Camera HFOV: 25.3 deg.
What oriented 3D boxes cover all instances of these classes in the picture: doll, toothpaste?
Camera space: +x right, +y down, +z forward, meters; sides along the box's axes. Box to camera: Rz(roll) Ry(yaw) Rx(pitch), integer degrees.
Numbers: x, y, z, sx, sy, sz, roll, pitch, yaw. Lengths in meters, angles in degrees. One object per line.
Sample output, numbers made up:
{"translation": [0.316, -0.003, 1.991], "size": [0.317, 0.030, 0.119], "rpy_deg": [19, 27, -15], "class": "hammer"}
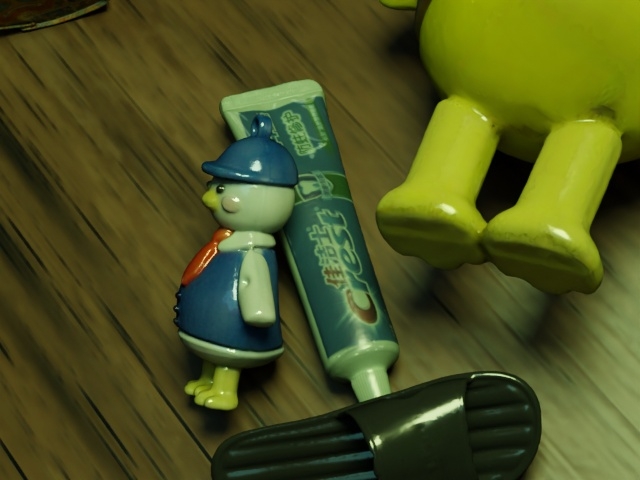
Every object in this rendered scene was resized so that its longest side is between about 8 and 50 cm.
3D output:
{"translation": [0.130, -0.149, 0.690], "size": [0.200, 0.145, 0.363], "rpy_deg": [13, 64, 24], "class": "doll"}
{"translation": [0.000, 0.000, 0.716], "size": [0.057, 0.034, 0.197], "rpy_deg": [-14, 62, -10], "class": "toothpaste"}
{"translation": [-0.039, 0.010, 0.689], "size": [0.058, 0.099, 0.142], "rpy_deg": [8, 98, -21], "class": "doll"}

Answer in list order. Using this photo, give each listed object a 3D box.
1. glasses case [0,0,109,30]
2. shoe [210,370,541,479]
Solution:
{"translation": [-0.172, -0.232, 0.849], "size": [0.075, 0.049, 0.218], "rpy_deg": [-15, 64, 15], "class": "glasses case"}
{"translation": [0.022, 0.103, 0.645], "size": [0.159, 0.053, 0.062], "rpy_deg": [-13, 95, 15], "class": "shoe"}
